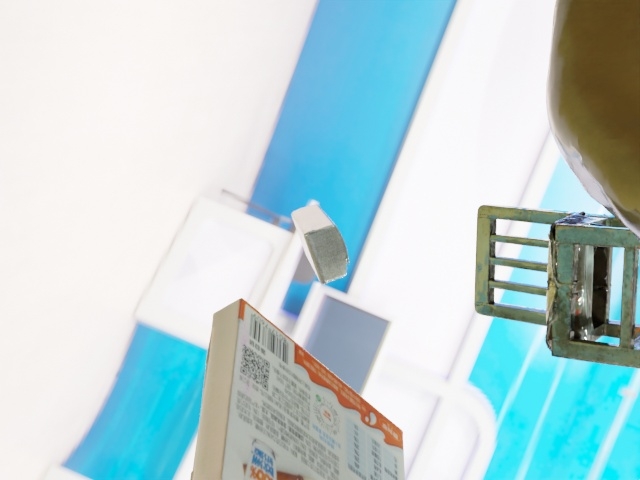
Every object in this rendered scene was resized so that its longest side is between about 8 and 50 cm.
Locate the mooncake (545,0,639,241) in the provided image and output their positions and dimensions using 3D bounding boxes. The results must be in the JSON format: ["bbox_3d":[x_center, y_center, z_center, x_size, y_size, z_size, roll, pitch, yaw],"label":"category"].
[{"bbox_3d":[0.351,-0.121,0.732,0.201,0.378,0.378,40,68,-45],"label":"mooncake"}]

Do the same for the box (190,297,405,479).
[{"bbox_3d":[-0.011,0.229,1.030,0.048,0.273,0.265,-31,-148,25],"label":"box"}]

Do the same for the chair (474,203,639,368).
[{"bbox_3d":[0.258,0.040,1.092,0.147,0.270,0.136,-12,106,-57],"label":"chair"}]

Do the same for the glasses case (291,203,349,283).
[{"bbox_3d":[0.000,0.000,1.399,0.205,0.047,0.070,-126,-163,-79],"label":"glasses case"}]
